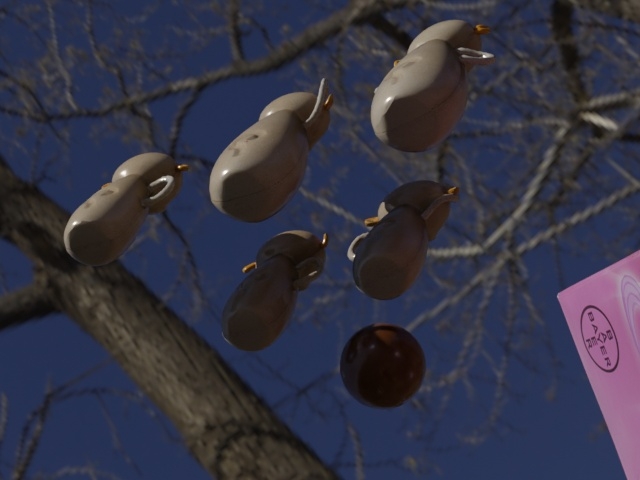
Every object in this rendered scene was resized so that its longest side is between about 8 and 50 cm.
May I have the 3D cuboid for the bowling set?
[{"bbox_3d":[0.000,0.000,0.925,0.287,0.154,0.200,-17,-71,20],"label":"bowling set"}]

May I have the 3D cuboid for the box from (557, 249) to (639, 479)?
[{"bbox_3d":[0.235,0.082,0.632,0.117,0.213,0.243,-17,-9,-19],"label":"box"}]
